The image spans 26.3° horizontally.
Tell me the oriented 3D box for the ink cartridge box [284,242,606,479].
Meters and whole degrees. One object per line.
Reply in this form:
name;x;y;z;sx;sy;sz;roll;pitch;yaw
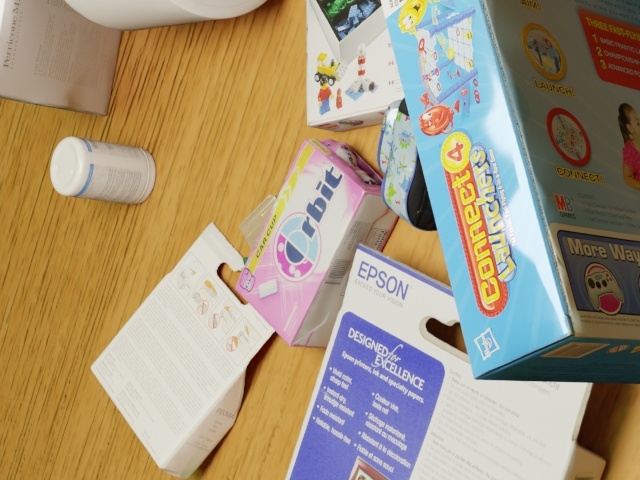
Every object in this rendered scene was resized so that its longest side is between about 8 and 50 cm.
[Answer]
ink cartridge box;0.104;0.195;1.221;0.303;0.072;0.307;28;102;46

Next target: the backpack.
backpack;0.103;-0.071;1.231;0.084;0.105;0.114;34;116;52

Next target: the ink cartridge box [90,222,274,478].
ink cartridge box;-0.136;0.119;1.511;0.225;0.056;0.181;-49;50;7

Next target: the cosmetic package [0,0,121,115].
cosmetic package;-0.314;-0.345;1.576;0.097;0.284;0.377;11;93;14

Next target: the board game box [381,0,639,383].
board game box;0.204;-0.054;0.972;0.086;0.308;0.302;-31;62;42

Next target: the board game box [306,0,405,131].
board game box;0.106;-0.220;1.284;0.305;0.053;0.193;-7;80;46

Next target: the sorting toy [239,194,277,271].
sorting toy;-0.063;0.000;1.457;0.083;0.012;0.062;-44;59;23

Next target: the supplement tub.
supplement tub;-0.256;-0.081;1.609;0.071;0.107;0.071;-9;77;46

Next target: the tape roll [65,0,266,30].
tape roll;-0.163;-0.350;1.449;0.169;0.246;0.246;2;86;47

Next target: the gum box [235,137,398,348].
gum box;0.000;0.000;1.358;0.107;0.062;0.188;43;115;41
